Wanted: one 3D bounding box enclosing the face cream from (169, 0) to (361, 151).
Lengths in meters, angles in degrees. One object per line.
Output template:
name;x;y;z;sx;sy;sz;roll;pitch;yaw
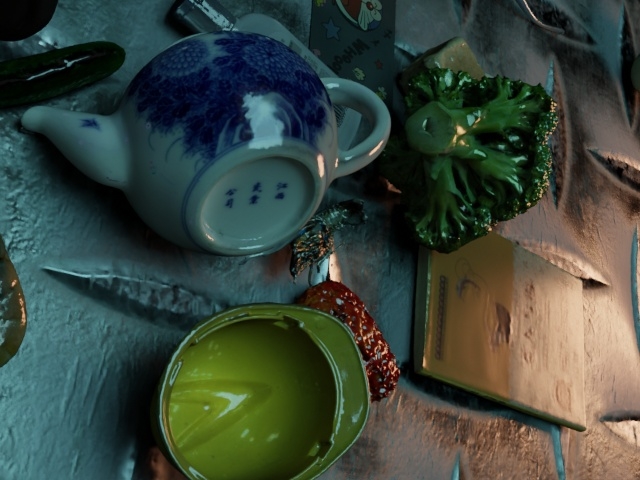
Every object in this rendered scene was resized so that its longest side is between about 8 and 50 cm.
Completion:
face cream;-0.070;-0.218;1.232;0.291;0.071;0.144;38;56;-27

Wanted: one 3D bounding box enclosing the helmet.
helmet;-0.088;0.178;1.042;0.257;0.140;0.205;-12;85;-37

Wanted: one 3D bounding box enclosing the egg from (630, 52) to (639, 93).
egg;0.689;-0.341;1.905;0.152;0.114;0.114;-30;97;-43

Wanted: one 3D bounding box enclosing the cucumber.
cucumber;-0.329;-0.170;1.004;0.284;0.056;0.056;-22;91;-38

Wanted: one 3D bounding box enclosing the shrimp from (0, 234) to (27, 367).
shrimp;-0.390;0.017;0.893;0.198;0.051;0.262;-15;90;-42

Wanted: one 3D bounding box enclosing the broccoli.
broccoli;0.186;-0.117;1.297;0.269;0.254;0.269;-24;117;-60

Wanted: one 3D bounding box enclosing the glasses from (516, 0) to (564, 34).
glasses;0.404;-0.496;1.724;0.220;0.088;0.190;27;60;-32

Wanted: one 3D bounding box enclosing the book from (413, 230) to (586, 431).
book;0.289;0.126;1.463;0.388;0.032;0.269;23;61;-35

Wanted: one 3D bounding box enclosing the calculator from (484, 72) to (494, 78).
calculator;0.276;-0.235;1.574;0.153;0.021;0.095;16;66;-39

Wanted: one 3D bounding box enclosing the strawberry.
strawberry;0.046;0.128;1.218;0.188;0.082;0.121;45;49;-18

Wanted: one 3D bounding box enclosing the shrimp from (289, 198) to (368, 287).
shrimp;-0.003;0.000;1.228;0.174;0.076;0.082;-39;116;-51

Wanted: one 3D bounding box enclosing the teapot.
teapot;-0.114;-0.128;1.069;0.423;0.252;0.280;-9;46;-23

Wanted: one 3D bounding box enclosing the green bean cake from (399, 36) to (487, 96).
green bean cake;0.210;-0.215;1.467;0.179;0.085;0.109;57;47;-13

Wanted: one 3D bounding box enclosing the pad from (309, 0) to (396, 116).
pad;0.053;-0.321;1.419;0.170;0.006;0.246;20;64;-36

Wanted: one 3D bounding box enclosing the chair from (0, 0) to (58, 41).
chair;-0.272;-0.361;0.998;0.401;0.226;0.227;-42;105;-41
